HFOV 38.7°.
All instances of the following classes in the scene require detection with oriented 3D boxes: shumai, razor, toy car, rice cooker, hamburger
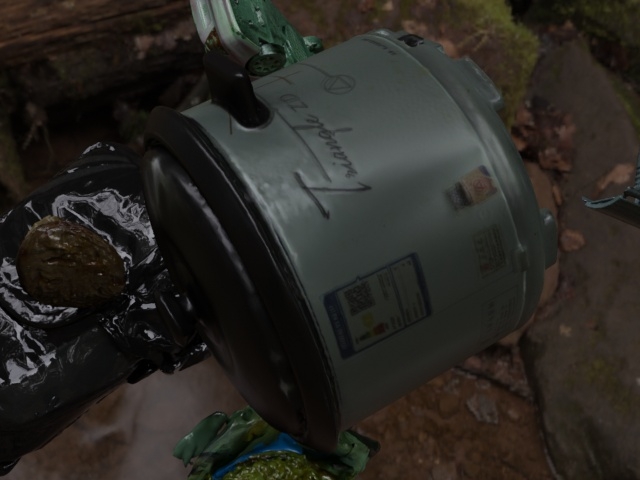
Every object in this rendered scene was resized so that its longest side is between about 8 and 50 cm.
[{"bbox_3d":[-0.291,0.015,1.060,0.123,0.139,0.105,-12,74,3],"label":"shumai"},{"bbox_3d":[0.344,-0.125,0.933,0.106,0.068,0.232,19,76,-24],"label":"razor"},{"bbox_3d":[-0.050,-0.168,0.849,0.076,0.224,0.090,-23,69,16],"label":"toy car"},{"bbox_3d":[0.000,0.000,0.592,0.227,0.280,0.241,-27,37,-16],"label":"rice cooker"},{"bbox_3d":[-0.049,0.310,0.922,0.260,0.276,0.150,4,15,-24],"label":"hamburger"}]

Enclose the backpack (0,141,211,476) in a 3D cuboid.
[{"bbox_3d":[-0.351,0.096,1.251,0.445,0.255,0.363,-37,55,-18],"label":"backpack"}]
